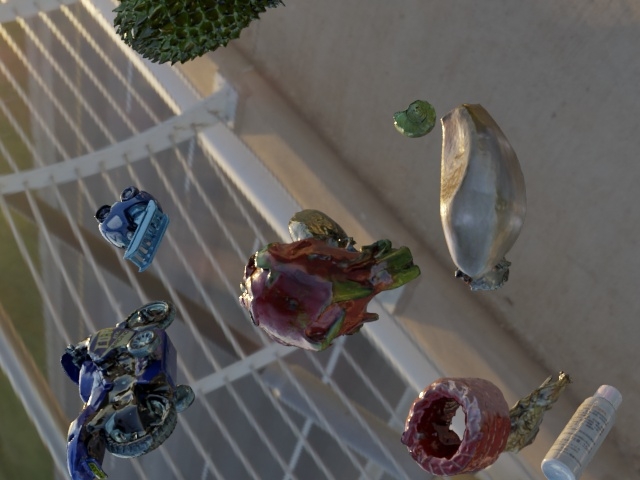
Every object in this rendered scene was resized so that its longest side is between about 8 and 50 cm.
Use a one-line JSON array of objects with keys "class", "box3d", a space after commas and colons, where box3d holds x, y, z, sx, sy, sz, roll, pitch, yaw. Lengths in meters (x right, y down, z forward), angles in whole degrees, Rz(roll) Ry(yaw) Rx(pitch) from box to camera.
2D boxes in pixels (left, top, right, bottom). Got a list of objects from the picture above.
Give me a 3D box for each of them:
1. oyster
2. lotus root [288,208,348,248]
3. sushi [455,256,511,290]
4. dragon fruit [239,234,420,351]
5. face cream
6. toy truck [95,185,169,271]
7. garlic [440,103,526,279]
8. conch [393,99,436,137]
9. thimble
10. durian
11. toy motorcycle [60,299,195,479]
[{"class": "oyster", "box3d": [0.481, 0.434, 1.986, 0.107, 0.355, 0.201, 55, 165, 18]}, {"class": "lotus root", "box3d": [0.000, 0.000, 1.500, 0.179, 0.089, 0.080, -131, 25, -52]}, {"class": "sushi", "box3d": [0.367, 0.055, 1.825, 0.097, 0.226, 0.103, -30, 92, 28]}, {"class": "dragon fruit", "box3d": [0.007, 0.066, 1.330, 0.200, 0.269, 0.198, 34, 147, 50]}, {"class": "face cream", "box3d": [0.571, 0.412, 1.789, 0.082, 0.269, 0.082, 29, 140, 28]}, {"class": "toy truck", "box3d": [-0.201, -0.010, 0.910, 0.056, 0.073, 0.090, 49, -177, -43]}, {"class": "garlic", "box3d": [0.276, -0.098, 1.447, 0.143, 0.112, 0.318, -13, 66, 28]}, {"class": "conch", "box3d": [0.197, -0.253, 1.746, 0.121, 0.089, 0.074, 80, -161, -81]}, {"class": "thimble", "box3d": [0.257, 0.346, 1.549, 0.163, 0.125, 0.189, 51, 119, 36]}, {"class": "durian", "box3d": [-0.185, -0.394, 1.330, 0.169, 0.356, 0.157, -81, -32, -59]}, {"class": "toy motorcycle", "box3d": [-0.263, 0.185, 1.079, 0.315, 0.169, 0.113, -107, -6, -60]}]
